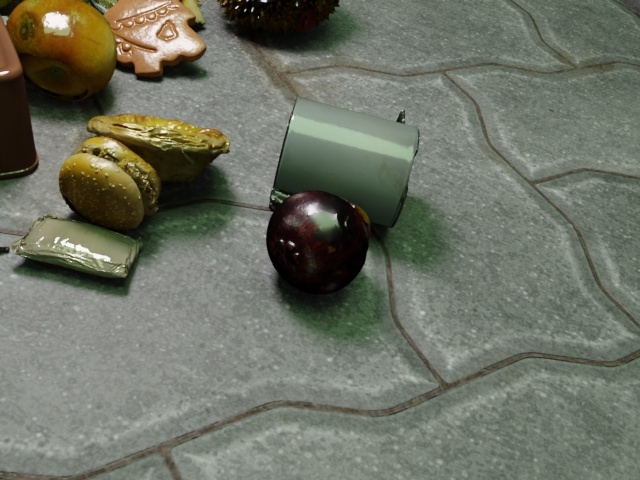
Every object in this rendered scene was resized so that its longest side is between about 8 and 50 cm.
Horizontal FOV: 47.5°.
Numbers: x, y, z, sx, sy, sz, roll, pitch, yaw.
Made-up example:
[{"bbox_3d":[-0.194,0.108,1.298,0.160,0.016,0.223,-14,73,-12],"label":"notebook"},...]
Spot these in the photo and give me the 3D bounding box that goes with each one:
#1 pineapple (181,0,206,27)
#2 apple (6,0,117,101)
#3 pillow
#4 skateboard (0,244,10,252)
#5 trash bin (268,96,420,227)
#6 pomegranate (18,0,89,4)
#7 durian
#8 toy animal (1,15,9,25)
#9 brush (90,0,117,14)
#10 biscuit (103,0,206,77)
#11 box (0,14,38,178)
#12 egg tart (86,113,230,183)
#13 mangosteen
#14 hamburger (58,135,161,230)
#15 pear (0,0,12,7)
[{"bbox_3d":[-0.402,-0.639,1.974,0.164,0.139,0.250,27,58,-48],"label":"pineapple"},{"bbox_3d":[-0.565,-0.419,1.599,0.236,0.237,0.208,0,59,-16],"label":"apple"},{"bbox_3d":[-0.434,0.010,1.311,0.208,0.053,0.119,14,39,-2],"label":"pillow"},{"bbox_3d":[-0.600,-0.008,1.304,0.063,0.032,0.083,-7,48,-36],"label":"skateboard"},{"bbox_3d":[0.050,-0.162,1.512,0.262,0.217,0.278,15,76,-2],"label":"trash bin"},{"bbox_3d":[-0.657,-0.640,1.842,0.181,0.182,0.224,24,34,9],"label":"pomegranate"},{"bbox_3d":[-0.102,-0.731,1.996,0.384,0.348,0.348,-3,45,-35],"label":"durian"},{"bbox_3d":[-0.790,-0.461,1.679,0.254,0.090,0.170,-5,43,-25],"label":"toy animal"},{"bbox_3d":[-0.602,-0.670,1.966,0.296,0.060,0.068,35,48,19],"label":"brush"},{"bbox_3d":[-0.429,-0.545,1.806,0.283,0.043,0.307,-5,71,-3],"label":"biscuit"},{"bbox_3d":[-0.718,-0.305,1.430,0.239,0.229,0.339,-14,50,-26],"label":"box"},{"bbox_3d":[-0.324,-0.184,1.461,0.294,0.116,0.295,8,14,-2],"label":"egg tart"},{"bbox_3d":[0.000,0.000,1.349,0.209,0.210,0.210,8,43,-8],"label":"mangosteen"},{"bbox_3d":[-0.388,-0.096,1.352,0.190,0.182,0.118,25,59,-2],"label":"hamburger"},{"bbox_3d":[-0.849,-0.670,1.810,0.199,0.200,0.200,8,43,-8],"label":"pear"}]
